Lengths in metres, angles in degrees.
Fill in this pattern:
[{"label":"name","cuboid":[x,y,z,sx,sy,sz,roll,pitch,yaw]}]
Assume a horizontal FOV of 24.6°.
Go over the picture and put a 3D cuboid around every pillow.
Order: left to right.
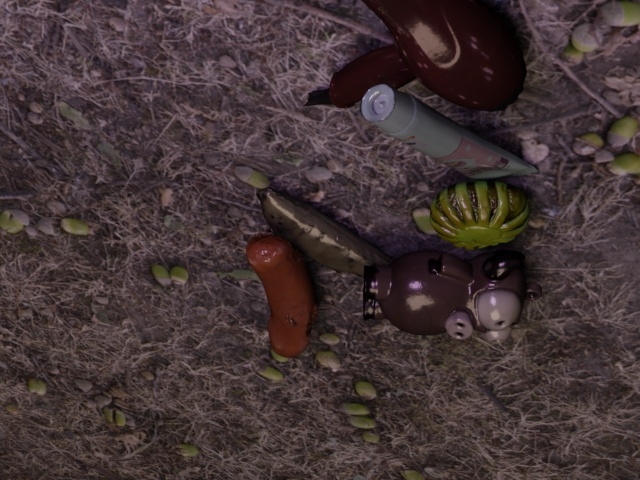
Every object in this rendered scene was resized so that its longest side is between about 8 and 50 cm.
[{"label":"pillow","cuboid":[-0.001,0.000,2.170,0.241,0.051,0.093,31,139,-13]}]

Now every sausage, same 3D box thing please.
[{"label":"sausage","cuboid":[-0.052,0.086,2.236,0.087,0.079,0.326,-15,147,-2]}]

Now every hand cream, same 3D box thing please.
[{"label":"hand cream","cuboid":[0.164,-0.130,1.881,0.085,0.058,0.331,-15,160,33]}]

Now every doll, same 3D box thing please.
[{"label":"doll","cuboid":[0.189,0.076,2.112,0.257,0.117,0.182,6,147,4]}]

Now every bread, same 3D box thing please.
[{"label":"bread","cuboid":[0.219,-0.032,2.019,0.139,0.071,0.130,-2,150,13]}]

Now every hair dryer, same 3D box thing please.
[{"label":"hair dryer","cuboid":[0.057,-0.241,1.842,0.313,0.123,0.340,31,150,-31]}]
